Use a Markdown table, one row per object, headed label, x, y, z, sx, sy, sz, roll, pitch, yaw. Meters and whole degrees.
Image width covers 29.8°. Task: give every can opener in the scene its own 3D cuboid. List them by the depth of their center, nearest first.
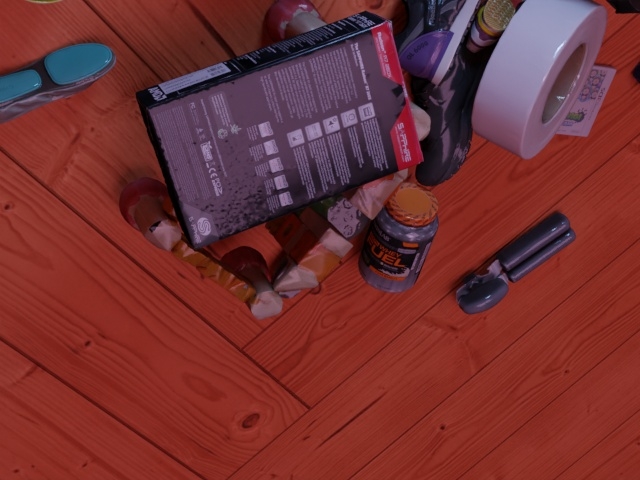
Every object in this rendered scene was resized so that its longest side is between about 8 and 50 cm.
| label | x | y | z | sx | sy | sz | roll | pitch | yaw |
| --- | --- | --- | --- | --- | --- | --- | --- | --- | --- |
| can opener | 0.387 | 0.056 | 2.369 | 0.280 | 0.093 | 0.074 | -37 | 131 | -5 |

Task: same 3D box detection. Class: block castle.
| label | x | y | z | sx | sy | sz | roll | pitch | yaw |
| --- | --- | --- | --- | --- | --- | --- | --- | --- | --- |
| block castle | -0.071 | -0.129 | 1.914 | 0.303 | 0.213 | 0.453 | 37 | 95 | -29 |

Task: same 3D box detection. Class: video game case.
| label | x | y | z | sx | sy | sz | roll | pitch | yaw |
| --- | --- | --- | --- | --- | --- | --- | --- | --- | --- |
| video game case | 0.456 | -0.262 | 2.212 | 0.157 | 0.019 | 0.143 | 3 | 121 | -29 |

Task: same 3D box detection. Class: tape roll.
| label | x | y | z | sx | sy | sz | roll | pitch | yaw |
| --- | --- | --- | --- | --- | --- | --- | --- | --- | --- |
| tape roll | 0.366 | -0.280 | 2.007 | 0.286 | 0.100 | 0.286 | -50 | 158 | -28 |

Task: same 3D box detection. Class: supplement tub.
| label | x | y | z | sx | sy | sz | roll | pitch | yaw |
| --- | --- | --- | --- | --- | --- | --- | --- | --- | --- |
| supplement tub | 0.141 | -0.006 | 2.145 | 0.117 | 0.117 | 0.190 | -9 | 140 | -22 |

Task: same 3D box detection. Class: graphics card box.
| label | x | y | z | sx | sy | sz | roll | pitch | yaw |
| --- | --- | --- | --- | --- | --- | --- | --- | --- | --- |
| graphics card box | -0.055 | -0.160 | 1.732 | 0.371 | 0.094 | 0.232 | -23 | 118 | -12 |

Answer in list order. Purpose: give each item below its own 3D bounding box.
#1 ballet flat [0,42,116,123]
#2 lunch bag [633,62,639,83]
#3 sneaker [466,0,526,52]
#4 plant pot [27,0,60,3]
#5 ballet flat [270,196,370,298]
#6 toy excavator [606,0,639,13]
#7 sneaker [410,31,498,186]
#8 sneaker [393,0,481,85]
| label | x | y | z | sx | sy | sz | roll | pitch | yaw |
| --- | --- | --- | --- | --- | --- | --- | --- | --- | --- |
| ballet flat | -0.402 | -0.230 | 1.765 | 0.213 | 0.072 | 0.068 | -22 | 158 | -11 |
| lunch bag | 0.637 | -0.312 | 2.238 | 0.065 | 0.067 | 0.098 | 25 | 110 | -38 |
| sneaker | 0.294 | -0.382 | 1.984 | 0.185 | 0.069 | 0.084 | -49 | -178 | -39 |
| plant pot | -0.380 | -0.401 | 1.620 | 0.134 | 0.095 | 0.134 | -14 | 129 | -18 |
| ballet flat | 0.000 | 0.000 | 2.149 | 0.084 | 0.058 | 0.250 | 38 | 95 | -19 |
| toy excavator | 0.508 | -0.617 | 1.831 | 0.433 | 0.222 | 0.445 | 22 | 80 | -42 |
| sneaker | 0.204 | -0.231 | 2.061 | 0.130 | 0.109 | 0.286 | 8 | 110 | -24 |
| sneaker | 0.196 | -0.400 | 1.919 | 0.124 | 0.107 | 0.283 | 24 | 93 | -1 |
